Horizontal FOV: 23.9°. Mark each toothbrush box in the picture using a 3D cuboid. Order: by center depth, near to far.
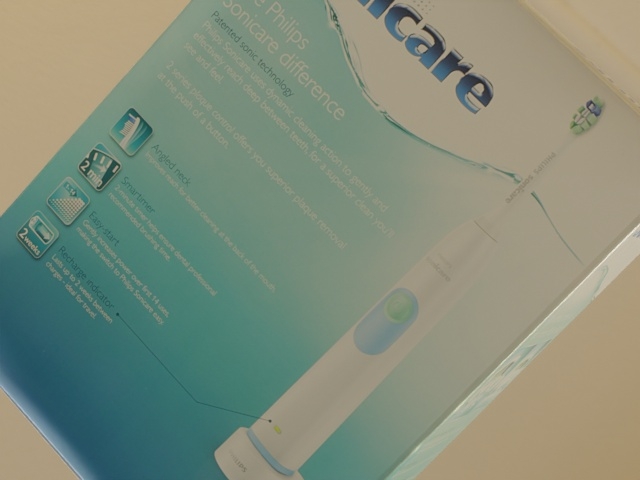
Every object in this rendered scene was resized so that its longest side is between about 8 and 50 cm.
[{"bbox_3d":[0.000,0.000,0.712,0.216,0.126,0.295,45,-78,13],"label":"toothbrush box"}]
